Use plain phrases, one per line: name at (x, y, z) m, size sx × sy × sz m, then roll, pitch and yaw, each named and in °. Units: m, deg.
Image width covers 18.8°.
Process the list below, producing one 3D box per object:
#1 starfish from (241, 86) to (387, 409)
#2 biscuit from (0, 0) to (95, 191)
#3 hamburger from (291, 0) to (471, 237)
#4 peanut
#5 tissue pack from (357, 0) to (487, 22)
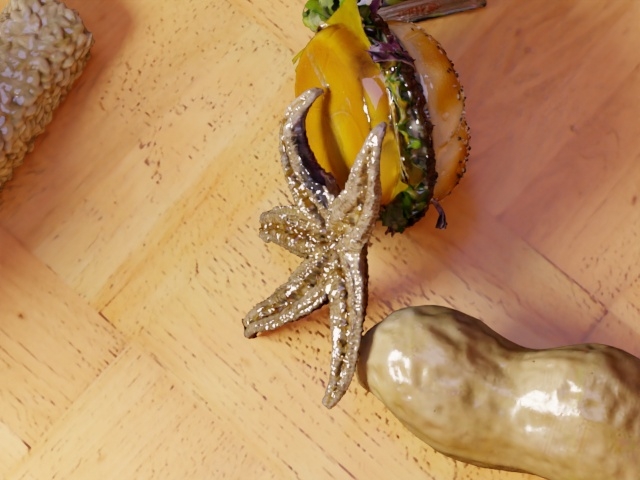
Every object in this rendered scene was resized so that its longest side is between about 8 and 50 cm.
starfish at (0.007, 0.000, 1.352) m, size 0.057 × 0.238 × 0.213 m, roll -2°, pitch 64°, yaw -32°
biscuit at (-0.244, -0.112, 1.481) m, size 0.082 × 0.070 × 0.168 m, roll 30°, pitch 76°, yaw 6°
hamburger at (0.047, -0.097, 1.398) m, size 0.093 × 0.164 × 0.190 m, roll -17°, pitch 93°, yaw -22°
peanut at (0.148, 0.114, 1.338) m, size 0.263 × 0.101 × 0.117 m, roll 16°, pitch 115°, yaw 14°
tissue pack at (0.060, -0.241, 1.490) m, size 0.108 × 0.060 × 0.148 m, roll -13°, pitch 70°, yaw 4°
